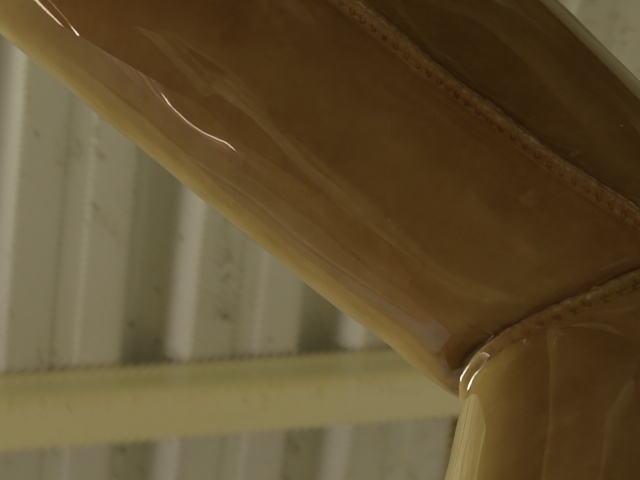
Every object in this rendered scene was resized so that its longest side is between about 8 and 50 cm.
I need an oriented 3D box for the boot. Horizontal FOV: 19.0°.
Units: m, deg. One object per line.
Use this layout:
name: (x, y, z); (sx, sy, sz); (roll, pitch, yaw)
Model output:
boot: (0.000, 0.000, 0.472); (0.236, 0.269, 0.089); (-35, -20, -42)
